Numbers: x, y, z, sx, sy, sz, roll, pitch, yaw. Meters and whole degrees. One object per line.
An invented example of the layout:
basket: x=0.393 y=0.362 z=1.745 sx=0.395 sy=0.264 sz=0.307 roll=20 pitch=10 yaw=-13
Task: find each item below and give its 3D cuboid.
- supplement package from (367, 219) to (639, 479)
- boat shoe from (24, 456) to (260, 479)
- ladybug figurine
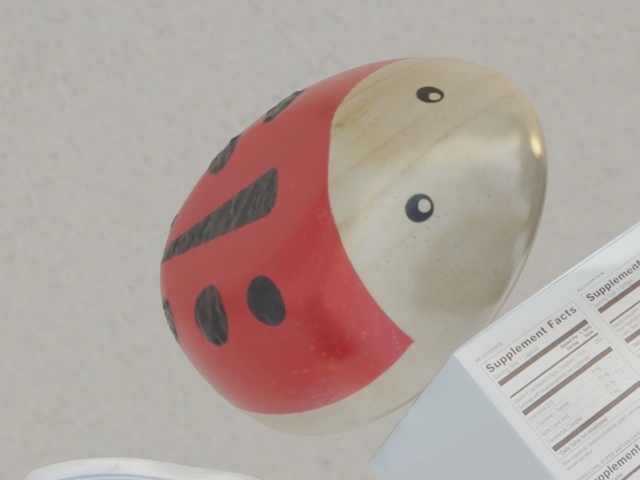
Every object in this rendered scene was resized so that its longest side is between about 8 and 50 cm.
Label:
supplement package: x=0.206 y=0.163 z=1.127 sx=0.198 sy=0.262 sz=0.199 roll=-32 pitch=165 yaw=-28
boat shoe: x=-0.127 y=0.202 z=1.269 sx=0.184 sy=0.063 sz=0.066 roll=12 pitch=147 yaw=-25
ladybug figurine: x=0.000 y=0.000 z=1.424 sx=0.162 sy=0.305 sz=0.449 roll=19 pitch=149 yaw=-28
